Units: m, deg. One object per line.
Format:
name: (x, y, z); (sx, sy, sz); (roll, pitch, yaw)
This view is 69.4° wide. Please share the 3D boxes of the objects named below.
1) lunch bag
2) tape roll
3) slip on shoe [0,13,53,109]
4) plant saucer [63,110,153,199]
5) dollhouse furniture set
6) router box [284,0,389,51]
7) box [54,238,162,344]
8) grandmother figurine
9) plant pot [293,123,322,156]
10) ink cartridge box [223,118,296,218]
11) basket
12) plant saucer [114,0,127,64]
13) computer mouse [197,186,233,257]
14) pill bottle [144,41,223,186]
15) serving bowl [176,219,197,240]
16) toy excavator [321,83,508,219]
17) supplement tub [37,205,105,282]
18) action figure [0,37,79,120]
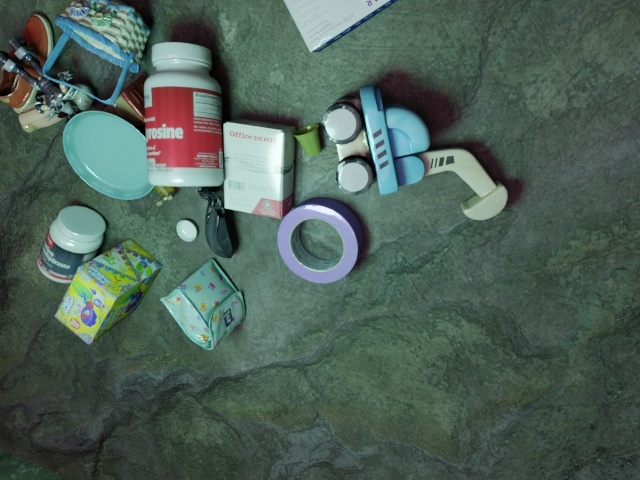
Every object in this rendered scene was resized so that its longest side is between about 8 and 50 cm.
lunch bag: (-0.409, 0.239, 1.694); (0.160, 0.223, 0.262); (-31, 99, 35)
tape roll: (0.000, 0.000, 1.531); (0.274, 0.090, 0.275); (7, 113, 16)
slip on shoe: (-1.013, -0.613, 1.583); (0.123, 0.101, 0.332); (29, 98, 17)
plant saucer: (-0.678, -0.279, 1.517); (0.317, 0.044, 0.318); (6, 129, 7)
dollhouse furniture set: (-0.578, -0.332, 1.583); (0.201, 0.152, 0.374); (-21, 121, 25)
router box: (0.050, -0.722, 1.216); (0.335, 0.082, 0.301); (-24, 102, 26)
box: (-0.810, 0.191, 1.781); (0.177, 0.279, 0.290); (40, 119, 0)
grandmother figurine: (-0.939, -0.475, 1.652); (0.342, 0.104, 0.208); (-10, 117, 25)
plant pot: (-0.032, -0.305, 1.427); (0.083, 0.083, 0.079); (-9, 121, 22)
ink cartridge box: (-0.193, -0.233, 1.483); (0.207, 0.117, 0.283); (12, 115, 14)
basket: (-0.673, -0.578, 1.388); (0.254, 0.201, 0.289); (23, 91, 7)
plant saucer: (-0.648, -0.672, 1.503); (0.194, 0.037, 0.195); (7, 114, 17)
computer mouse: (-0.372, -0.051, 1.608); (0.188, 0.072, 0.273); (36, 141, 53)
pill bottle: (-0.417, -0.372, 1.418); (0.228, 0.229, 0.409); (2, 98, 18)
serving bowl: (-0.490, -0.040, 1.717); (0.083, 0.027, 0.084); (7, 113, 17)
toy excavator: (0.266, -0.235, 1.291); (0.444, 0.222, 0.434); (-11, 109, 14)
supplement tub: (-0.973, 0.018, 1.814); (0.191, 0.191, 0.272); (39, 119, 0)
action figure: (-0.912, -0.524, 1.526); (0.185, 0.099, 0.285); (-41, 103, 4)
